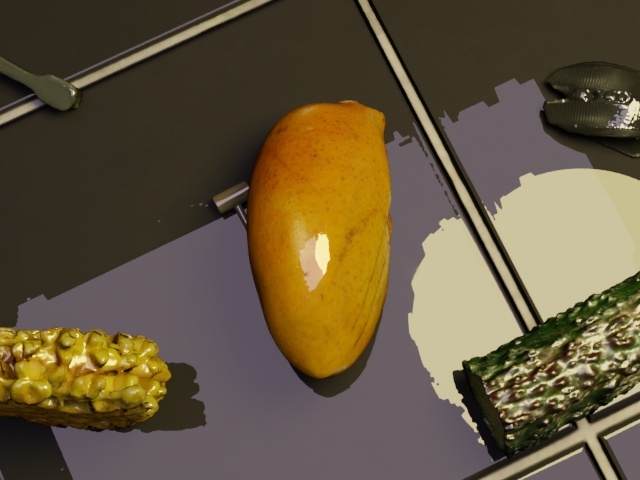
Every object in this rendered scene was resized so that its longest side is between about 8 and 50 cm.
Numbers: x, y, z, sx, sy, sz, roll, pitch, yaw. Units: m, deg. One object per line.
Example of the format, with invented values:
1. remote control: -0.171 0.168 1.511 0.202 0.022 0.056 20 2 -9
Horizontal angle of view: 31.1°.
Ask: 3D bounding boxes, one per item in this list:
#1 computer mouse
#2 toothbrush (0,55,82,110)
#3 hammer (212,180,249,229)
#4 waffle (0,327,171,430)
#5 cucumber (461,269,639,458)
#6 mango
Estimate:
1. computer mouse: 0.272 -0.126 1.059 0.135 0.047 0.079 13 78 7
2. toothbrush: -0.358 -0.195 1.105 0.297 0.030 0.030 26 98 9
3. hammer: -0.059 -0.001 1.059 0.035 0.019 0.110 -29 81 -4
4. waffle: -0.224 0.113 0.950 0.197 0.193 0.070 2 75 1
5. cucumber: 0.296 0.064 1.000 0.359 0.096 0.096 -27 78 -6
6. mango: 0.000 0.000 0.996 0.126 0.154 0.252 -2 64 9
